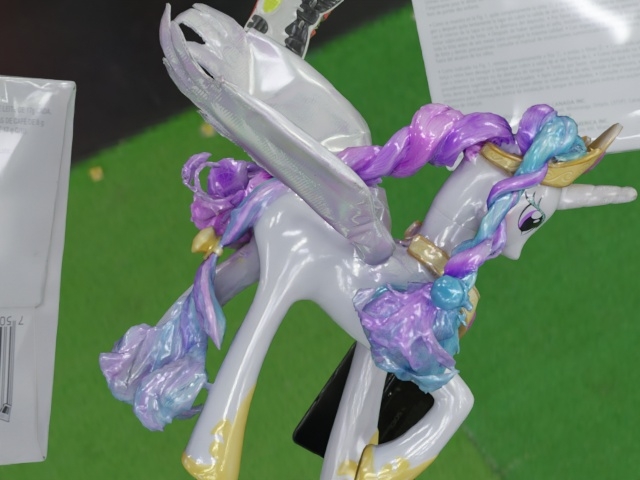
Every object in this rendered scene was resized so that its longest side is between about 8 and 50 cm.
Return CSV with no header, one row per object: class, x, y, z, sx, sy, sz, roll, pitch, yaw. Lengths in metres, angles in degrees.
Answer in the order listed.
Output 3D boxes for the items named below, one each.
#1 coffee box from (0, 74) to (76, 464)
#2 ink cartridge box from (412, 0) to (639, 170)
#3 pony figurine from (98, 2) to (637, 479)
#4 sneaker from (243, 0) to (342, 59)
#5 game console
coffee box,-0.452,0.011,1.481,0.338,0.338,0.334,2,5,-41
ink cartridge box,0.233,-0.271,1.612,0.308,0.385,0.091,-5,11,34
pony figurine,0.000,0.000,1.215,0.351,0.363,0.303,30,14,-7
sneaker,-0.043,-0.294,2.175,0.107,0.118,0.279,37,64,-6
game console,0.054,0.169,1.601,0.107,0.071,0.122,37,78,-10
